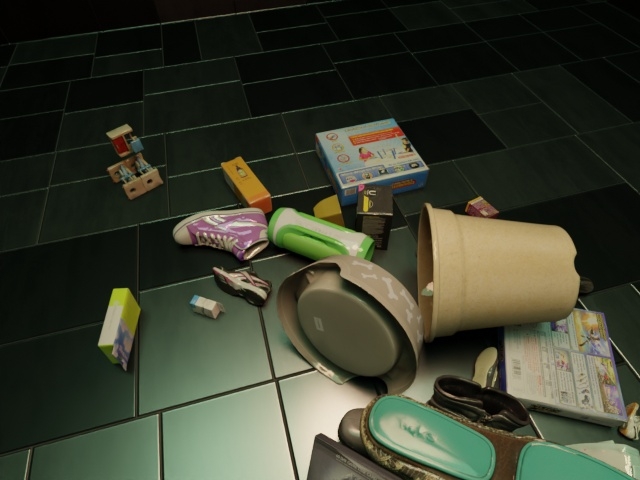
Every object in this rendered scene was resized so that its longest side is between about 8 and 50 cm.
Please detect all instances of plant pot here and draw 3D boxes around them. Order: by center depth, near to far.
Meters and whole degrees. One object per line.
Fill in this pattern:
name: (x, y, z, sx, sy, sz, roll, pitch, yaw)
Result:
plant pot: (0.400, 0.075, 0.962, 0.306, 0.333, 0.333, 0, 51, 7)
plant pot: (0.024, -0.082, 1.278, 0.084, 0.081, 0.081, -14, 52, 4)

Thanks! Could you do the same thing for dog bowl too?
dog bowl: (0.068, 0.184, 0.907, 0.349, 0.348, 0.102, 27, 44, 21)

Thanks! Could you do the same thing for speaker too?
speaker: (0.000, 0.000, 1.178, 0.297, 0.131, 0.131, 21, 55, 17)

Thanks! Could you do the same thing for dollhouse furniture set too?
dollhouse furniture set: (-0.648, -0.261, 1.369, 0.129, 0.183, 0.129, -36, 59, -25)

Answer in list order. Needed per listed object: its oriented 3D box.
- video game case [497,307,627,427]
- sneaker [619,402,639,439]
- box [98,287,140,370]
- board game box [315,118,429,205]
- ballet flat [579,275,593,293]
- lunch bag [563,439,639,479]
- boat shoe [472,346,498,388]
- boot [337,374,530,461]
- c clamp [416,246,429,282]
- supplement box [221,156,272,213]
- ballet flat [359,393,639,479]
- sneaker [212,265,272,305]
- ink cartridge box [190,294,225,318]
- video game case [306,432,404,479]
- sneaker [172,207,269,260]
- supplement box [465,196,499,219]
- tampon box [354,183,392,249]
video game case: (0.563, 0.280, 0.981, 0.245, 0.061, 0.269, 9, 52, 11)
sneaker: (0.695, 0.403, 0.903, 0.037, 0.032, 0.083, 37, 65, 11)
box: (-0.504, 0.223, 1.022, 0.043, 0.108, 0.178, -2, 51, -5)
board game box: (0.170, -0.284, 1.430, 0.309, 0.086, 0.301, -13, 52, -9)
ballet flat: (0.661, 0.115, 1.132, 0.173, 0.049, 0.057, 12, 97, 12)
lunch bag: (0.470, 0.484, 0.691, 0.160, 0.262, 0.223, 10, 53, 9)
boat shoe: (0.397, 0.318, 0.968, 0.043, 0.049, 0.137, 47, 53, -16)
boot: (0.212, 0.351, 0.818, 0.339, 0.222, 0.118, 8, 33, 3)
c clamp: (0.354, 0.055, 1.198, 0.161, 0.022, 0.137, -16, 48, -10)
supplement box: (-0.250, -0.182, 1.365, 0.078, 0.080, 0.233, -26, 57, -19)
ballet flat: (0.295, 0.396, 0.659, 0.484, 0.181, 0.164, 12, 45, 28)
sneaker: (-0.216, 0.115, 1.140, 0.179, 0.071, 0.077, 27, 44, 12)
ink cartridge box: (-0.302, 0.181, 1.090, 0.084, 0.048, 0.028, 15, 53, 13)
video game case: (0.045, 0.504, 0.690, 0.196, 0.026, 0.273, 12, 93, 38)
sneaker: (-0.292, -0.005, 1.210, 0.283, 0.102, 0.160, -13, 55, -9)
supplement box: (0.514, -0.093, 1.295, 0.055, 0.043, 0.083, -23, 54, -17)
tampon box: (0.155, -0.069, 1.209, 0.102, 0.160, 0.120, 3, 51, 4)
